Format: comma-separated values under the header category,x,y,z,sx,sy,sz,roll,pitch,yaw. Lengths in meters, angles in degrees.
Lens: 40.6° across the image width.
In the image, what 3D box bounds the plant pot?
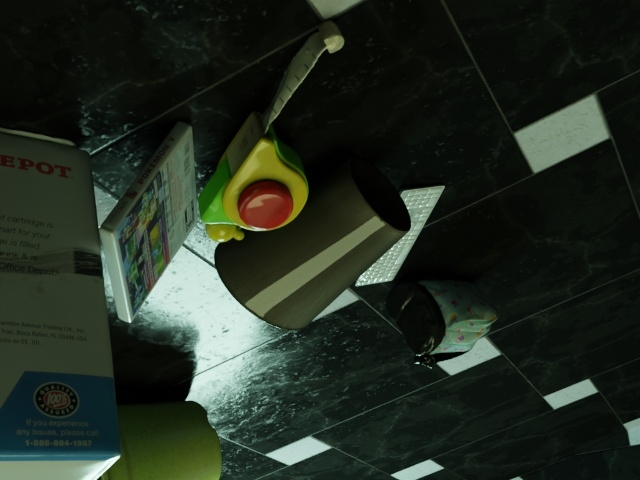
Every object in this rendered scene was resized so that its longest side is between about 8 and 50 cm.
category,x,y,z,sx,sy,sz,roll,pitch,yaw
plant pot,-0.332,0.406,1.596,0.254,0.276,0.276,-6,147,-36

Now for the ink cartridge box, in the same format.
category,x,y,z,sx,sy,sz,roll,pitch,yaw
ink cartridge box,-0.390,0.071,0.917,0.285,0.394,0.166,10,141,-34

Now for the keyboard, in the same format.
category,x,y,z,sx,sy,sz,roll,pitch,yaw
keyboard,0.122,-0.004,1.372,0.072,0.014,0.256,-3,145,-19

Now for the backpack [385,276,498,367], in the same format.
category,x,y,z,sx,sy,sz,roll,pitch,yaw
backpack,0.220,0.136,1.514,0.182,0.152,0.115,6,137,-40

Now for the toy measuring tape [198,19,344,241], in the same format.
category,x,y,z,sx,sy,sz,roll,pitch,yaw
toy measuring tape,-0.039,-0.112,1.062,0.121,0.121,0.330,14,128,-38

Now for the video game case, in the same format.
category,x,y,z,sx,sy,sz,roll,pitch,yaw
video game case,-0.207,-0.020,1.076,0.023,0.183,0.201,22,146,9

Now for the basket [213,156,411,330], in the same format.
category,x,y,z,sx,sy,sz,roll,pitch,yaw
basket,0.000,0.000,1.208,0.227,0.154,0.204,-39,143,25
